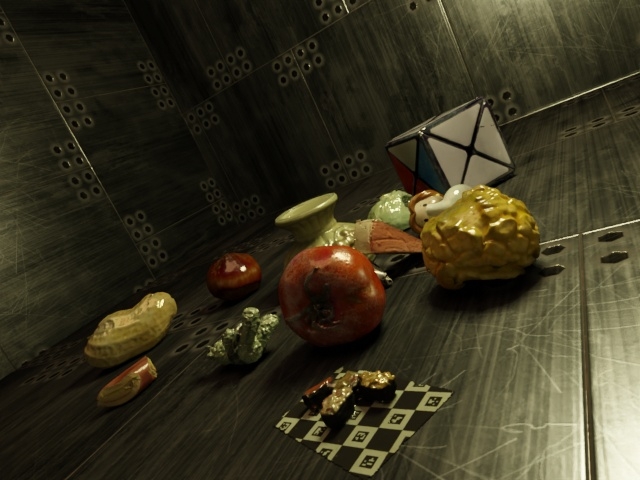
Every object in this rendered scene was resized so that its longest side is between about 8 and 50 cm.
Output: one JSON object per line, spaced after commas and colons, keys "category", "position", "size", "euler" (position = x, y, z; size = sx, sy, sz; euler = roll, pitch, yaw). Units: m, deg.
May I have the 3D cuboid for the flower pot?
{"category": "flower pot", "position": [0.000, 0.000, 1.521], "size": [0.308, 0.244, 0.307], "euler": [-25, 12, 6]}

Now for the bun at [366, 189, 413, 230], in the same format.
{"category": "bun", "position": [0.261, -0.105, 1.729], "size": [0.204, 0.126, 0.212], "euler": [-28, 13, -3]}

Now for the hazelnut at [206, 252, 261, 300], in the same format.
{"category": "hazelnut", "position": [-0.325, 0.135, 1.781], "size": [0.204, 0.177, 0.178], "euler": [-21, 12, 20]}

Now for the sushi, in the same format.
{"category": "sushi", "position": [0.047, 0.257, 0.781], "size": [0.193, 0.043, 0.280], "euler": [-32, 13, -30]}

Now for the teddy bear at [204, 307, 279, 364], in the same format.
{"category": "teddy bear", "position": [-0.188, 0.257, 1.159], "size": [0.213, 0.133, 0.111], "euler": [-40, 49, 24]}

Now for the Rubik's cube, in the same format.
{"category": "Rubik's cube", "position": [0.469, -0.305, 1.768], "size": [0.310, 0.305, 0.307], "euler": [-31, 10, -12]}

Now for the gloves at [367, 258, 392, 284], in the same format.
{"category": "gloves", "position": [0.090, 0.091, 1.280], "size": [0.128, 0.110, 0.212], "euler": [-28, 3, -38]}

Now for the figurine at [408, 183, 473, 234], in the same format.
{"category": "figurine", "position": [0.363, -0.083, 1.402], "size": [0.190, 0.142, 0.264], "euler": [5, -8, -33]}

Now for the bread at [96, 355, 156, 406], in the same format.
{"category": "bread", "position": [-0.508, 0.382, 1.320], "size": [0.119, 0.067, 0.192], "euler": [-27, 8, 37]}

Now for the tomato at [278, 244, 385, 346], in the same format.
{"category": "tomato", "position": [0.024, 0.114, 1.049], "size": [0.232, 0.231, 0.189], "euler": [-21, -1, 20]}

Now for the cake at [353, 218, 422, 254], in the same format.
{"category": "cake", "position": [0.196, 0.019, 1.306], "size": [0.109, 0.226, 0.090], "euler": [-14, 59, 62]}

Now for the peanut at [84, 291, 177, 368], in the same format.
{"category": "peanut", "position": [-0.653, 0.320, 1.677], "size": [0.340, 0.158, 0.174], "euler": [-24, 50, -11]}

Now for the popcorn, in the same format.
{"category": "popcorn", "position": [0.330, -0.004, 1.022], "size": [0.250, 0.190, 0.250], "euler": [-32, 19, 12]}
